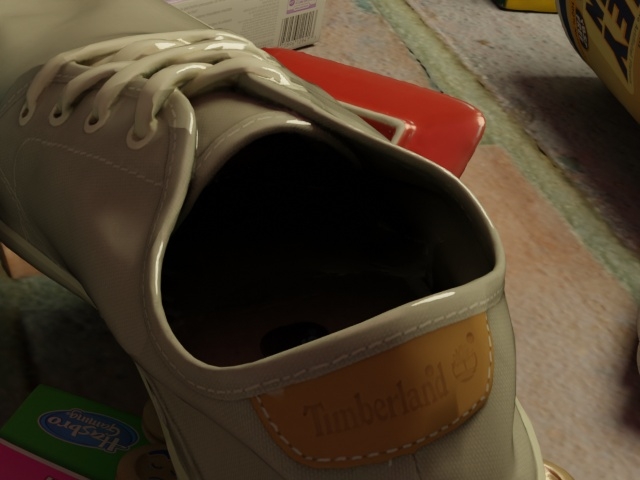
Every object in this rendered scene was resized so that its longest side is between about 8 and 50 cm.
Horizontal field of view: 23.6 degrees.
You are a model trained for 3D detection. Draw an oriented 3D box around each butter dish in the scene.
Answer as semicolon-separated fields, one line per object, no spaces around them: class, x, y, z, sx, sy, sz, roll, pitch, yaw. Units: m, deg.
butter dish;0.000;0.000;0.790;0.160;0.118;0.160;21;68;34

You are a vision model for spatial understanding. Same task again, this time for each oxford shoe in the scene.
oxford shoe;-0.049;-0.030;0.632;0.169;0.130;0.449;-20;38;-16

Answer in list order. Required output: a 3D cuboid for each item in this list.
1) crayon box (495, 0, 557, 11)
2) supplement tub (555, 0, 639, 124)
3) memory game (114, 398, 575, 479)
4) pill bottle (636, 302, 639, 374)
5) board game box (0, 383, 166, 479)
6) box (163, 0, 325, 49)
crayon box;0.331;-0.345;1.265;0.363;0.313;0.106;0;32;-18
supplement tub;0.306;-0.138;0.996;0.228;0.228;0.316;0;32;-17
memory game;0.015;0.095;0.599;0.186;0.012;0.186;8;30;-5
pill bottle;0.214;0.033;0.829;0.078;0.078;0.137;18;32;12
board game box;-0.058;0.189;0.498;0.242;0.064;0.316;17;31;10
box;-0.126;-0.141;1.027;0.063;0.067;0.324;32;37;33
